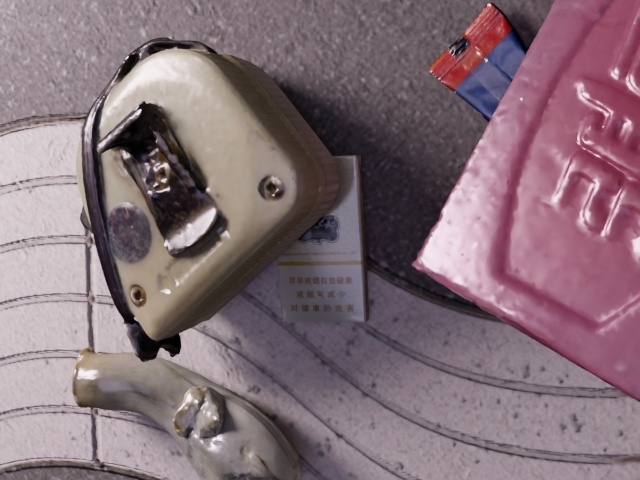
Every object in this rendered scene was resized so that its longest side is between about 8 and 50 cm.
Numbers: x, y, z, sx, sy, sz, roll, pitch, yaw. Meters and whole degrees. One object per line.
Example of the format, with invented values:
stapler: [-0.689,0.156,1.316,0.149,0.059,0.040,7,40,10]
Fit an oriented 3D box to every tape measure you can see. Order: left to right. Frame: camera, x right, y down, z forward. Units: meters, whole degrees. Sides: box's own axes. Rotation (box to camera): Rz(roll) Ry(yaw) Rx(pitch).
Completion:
tape measure: [-0.145,-0.048,0.716,0.271,0.133,0.231,-44,79,26]

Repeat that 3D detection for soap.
soap: [0.256,-0.074,0.550,0.233,0.128,0.360,32,97,38]

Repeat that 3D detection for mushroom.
mushroom: [-0.142,0.186,0.782,0.278,0.099,0.096,28,91,14]

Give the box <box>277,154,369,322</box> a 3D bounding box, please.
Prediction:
box: [0.000,0.000,0.745,0.089,0.024,0.167,-1,98,16]

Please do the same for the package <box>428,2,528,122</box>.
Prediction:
package: [0.195,-0.117,0.676,0.200,0.022,0.083,46,106,5]
